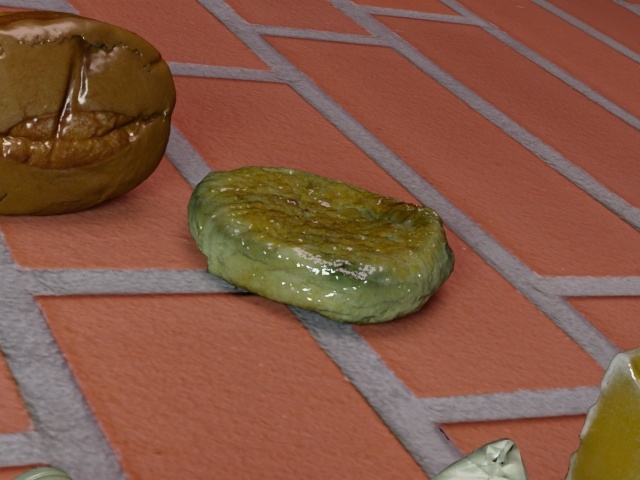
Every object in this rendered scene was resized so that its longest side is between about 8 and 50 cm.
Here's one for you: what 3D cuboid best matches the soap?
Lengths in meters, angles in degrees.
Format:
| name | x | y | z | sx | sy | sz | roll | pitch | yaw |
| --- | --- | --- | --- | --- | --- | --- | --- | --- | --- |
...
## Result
| name | x | y | z | sx | sy | sz | roll | pitch | yaw |
| --- | --- | --- | --- | --- | --- | --- | --- | --- | --- |
| soap | 0.304 | 0.148 | 1.032 | 0.274 | 0.173 | 0.089 | -10 | 35 | -43 |

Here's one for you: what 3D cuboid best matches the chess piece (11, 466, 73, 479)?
| name | x | y | z | sx | sy | sz | roll | pitch | yaw |
| --- | --- | --- | --- | --- | --- | --- | --- | --- | --- |
| chess piece | -0.145 | 0.206 | 0.800 | 0.059 | 0.059 | 0.149 | -5 | 38 | -38 |

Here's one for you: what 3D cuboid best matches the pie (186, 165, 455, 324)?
| name | x | y | z | sx | sy | sz | roll | pitch | yaw |
| --- | --- | --- | --- | --- | --- | --- | --- | --- | --- |
| pie | 0.000 | 0.000 | 1.318 | 0.277 | 0.078 | 0.277 | 8 | 21 | -3 |

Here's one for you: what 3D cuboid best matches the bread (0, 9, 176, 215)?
| name | x | y | z | sx | sy | sz | roll | pitch | yaw |
| --- | --- | --- | --- | --- | --- | --- | --- | --- | --- |
| bread | -0.274 | -0.126 | 1.282 | 0.269 | 0.195 | 0.142 | -3 | 22 | -27 |

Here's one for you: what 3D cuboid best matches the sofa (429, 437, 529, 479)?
| name | x | y | z | sx | sy | sz | roll | pitch | yaw |
| --- | --- | --- | --- | --- | --- | --- | --- | --- | --- |
| sofa | 0.071 | 0.246 | 0.563 | 0.176 | 0.210 | 0.225 | -32 | 61 | -26 |
